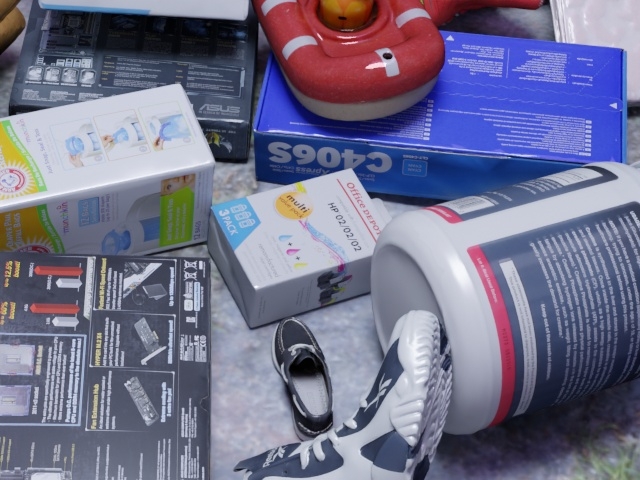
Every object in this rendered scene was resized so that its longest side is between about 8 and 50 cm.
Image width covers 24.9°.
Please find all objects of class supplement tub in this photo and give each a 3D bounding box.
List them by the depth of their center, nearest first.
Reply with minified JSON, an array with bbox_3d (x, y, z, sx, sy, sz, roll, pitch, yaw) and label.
[{"bbox_3d":[0.197,0.041,1.228,0.272,0.191,0.191,-15,54,-19],"label":"supplement tub"}]

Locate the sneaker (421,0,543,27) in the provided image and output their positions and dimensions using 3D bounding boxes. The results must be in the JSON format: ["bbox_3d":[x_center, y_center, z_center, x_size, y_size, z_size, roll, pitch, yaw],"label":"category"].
[{"bbox_3d":[0.096,-0.242,1.506,0.279,0.118,0.107,2,6,10],"label":"sneaker"}]

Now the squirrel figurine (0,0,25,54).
[{"bbox_3d":[-0.496,-0.235,1.263,0.397,0.281,0.370,-44,99,-5],"label":"squirrel figurine"}]

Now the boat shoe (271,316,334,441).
[{"bbox_3d":[-0.014,0.112,1.238,0.046,0.038,0.125,-2,51,-10],"label":"boat shoe"}]

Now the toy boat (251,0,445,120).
[{"bbox_3d":[0.026,-0.225,1.343,0.151,0.151,0.231,-17,55,-12],"label":"toy boat"}]

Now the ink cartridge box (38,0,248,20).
[{"bbox_3d":[-0.169,-0.346,1.437,0.198,0.197,0.270,2,21,-6],"label":"ink cartridge box"}]

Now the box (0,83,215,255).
[{"bbox_3d":[-0.208,-0.050,1.296,0.203,0.114,0.103,-13,54,-18],"label":"box"}]

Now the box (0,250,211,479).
[{"bbox_3d":[-0.208,0.148,1.155,0.242,0.076,0.307,1,50,-7],"label":"box"}]

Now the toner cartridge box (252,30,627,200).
[{"bbox_3d":[0.118,-0.123,1.409,0.348,0.075,0.165,6,52,5],"label":"toner cartridge box"}]

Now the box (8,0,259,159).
[{"bbox_3d":[-0.180,-0.171,1.439,0.232,0.059,0.183,4,50,-4],"label":"box"}]

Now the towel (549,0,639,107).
[{"bbox_3d":[0.398,-0.299,1.549,0.332,0.053,0.317,-3,80,-10],"label":"towel"}]

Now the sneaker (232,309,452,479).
[{"bbox_3d":[0.009,0.159,1.113,0.153,0.235,0.094,12,13,18],"label":"sneaker"}]

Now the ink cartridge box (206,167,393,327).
[{"bbox_3d":[0.000,0.000,1.319,0.181,0.061,0.104,-16,54,-21],"label":"ink cartridge box"}]
